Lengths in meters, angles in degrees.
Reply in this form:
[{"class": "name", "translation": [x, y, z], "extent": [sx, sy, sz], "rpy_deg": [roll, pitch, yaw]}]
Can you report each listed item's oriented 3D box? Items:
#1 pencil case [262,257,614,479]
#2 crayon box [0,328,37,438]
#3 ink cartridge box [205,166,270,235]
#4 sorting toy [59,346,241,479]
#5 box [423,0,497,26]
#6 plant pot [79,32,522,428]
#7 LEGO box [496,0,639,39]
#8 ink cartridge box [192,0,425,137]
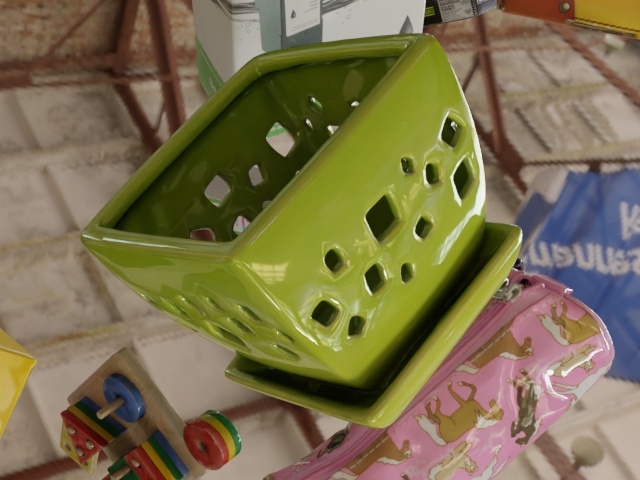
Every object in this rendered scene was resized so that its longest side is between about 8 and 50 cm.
[{"class": "pencil case", "translation": [0.120, 0.192, 1.148], "extent": [0.386, 0.160, 0.167], "rpy_deg": [-42, -88, -7]}, {"class": "crayon box", "translation": [-0.482, 0.047, 1.010], "extent": [0.313, 0.106, 0.363], "rpy_deg": [27, 180, -43]}, {"class": "ink cartridge box", "translation": [-0.106, -0.058, 1.660], "extent": [0.209, 0.062, 0.109], "rpy_deg": [13, -145, 28]}, {"class": "sorting toy", "translation": [-0.181, 0.184, 1.003], "extent": [0.046, 0.274, 0.132], "rpy_deg": [-35, -93, -41]}, {"class": "box", "translation": [0.173, -0.327, 1.512], "extent": [0.190, 0.045, 0.184], "rpy_deg": [-3, -159, 40]}, {"class": "plant pot", "translation": [0.000, 0.000, 0.827], "extent": [0.227, 0.207, 0.228], "rpy_deg": [-49, -151, -23]}, {"class": "LEGO box", "translation": [0.361, -0.377, 0.757], "extent": [0.372, 0.500, 0.193], "rpy_deg": [16, -150, 15]}, {"class": "ink cartridge box", "translation": [-0.012, -0.257, 1.072], "extent": [0.211, 0.289, 0.122], "rpy_deg": [-19, -127, -15]}]
